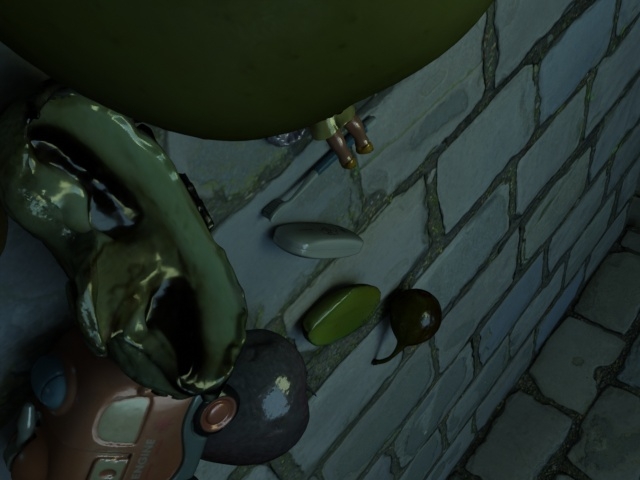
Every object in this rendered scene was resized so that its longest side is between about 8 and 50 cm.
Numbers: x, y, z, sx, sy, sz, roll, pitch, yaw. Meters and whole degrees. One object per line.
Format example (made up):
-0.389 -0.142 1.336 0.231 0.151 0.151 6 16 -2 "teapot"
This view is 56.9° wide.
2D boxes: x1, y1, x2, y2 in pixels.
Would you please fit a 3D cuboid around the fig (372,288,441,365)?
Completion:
0.191 0.219 1.386 0.124 0.124 0.236 2 124 -53 "fig"

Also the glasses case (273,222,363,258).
0.000 0.000 0.999 0.193 0.074 0.049 1 113 -52 "glasses case"

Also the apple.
-0.074 -0.305 0.375 0.473 0.473 0.474 -31 136 -36 "apple"

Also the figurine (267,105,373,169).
0.004 -0.205 0.820 0.175 0.115 0.240 -48 144 -18 "figurine"

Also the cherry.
-0.113 0.247 0.934 0.266 0.183 0.213 -19 115 -28 "cherry"

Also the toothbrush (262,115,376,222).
0.003 -0.123 0.966 0.276 0.025 0.019 -46 149 -25 "toothbrush"

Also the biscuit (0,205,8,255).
-0.382 -0.013 0.517 0.181 0.049 0.208 -52 147 -14 "biscuit"

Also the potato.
0.035 0.140 1.166 0.198 0.054 0.119 -32 137 -29 "potato"

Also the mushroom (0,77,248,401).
-0.209 0.011 0.608 0.344 0.130 0.247 57 26 -26 "mushroom"

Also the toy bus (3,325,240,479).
-0.260 0.220 0.741 0.232 0.194 0.288 13 104 -42 "toy bus"
